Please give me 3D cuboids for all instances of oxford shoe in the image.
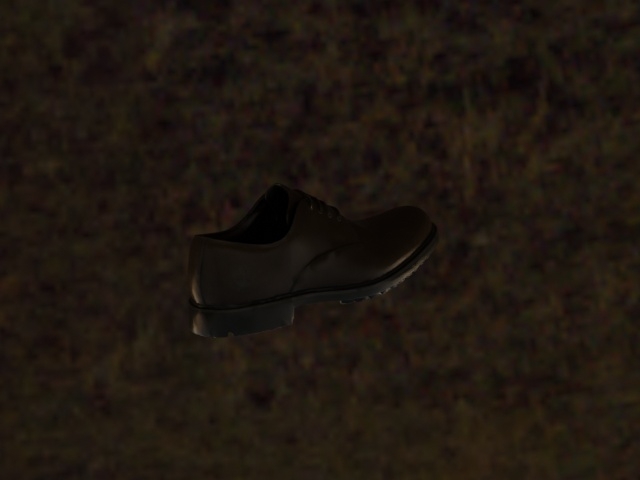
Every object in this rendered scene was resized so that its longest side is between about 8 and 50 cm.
[{"bbox_3d":[0.000,0.000,1.369,0.227,0.096,0.083,-17,-161,-37],"label":"oxford shoe"}]
